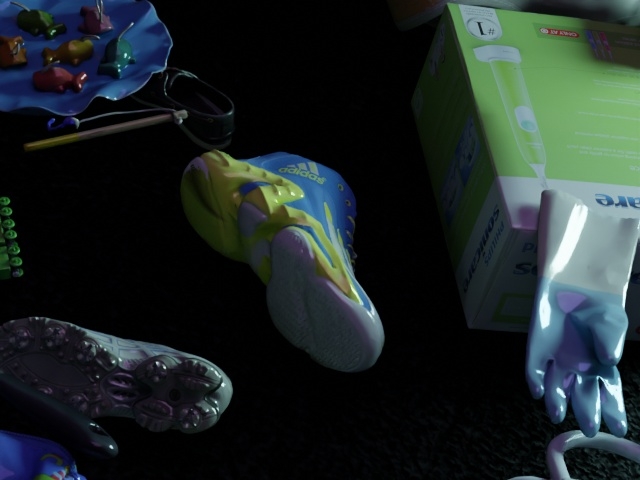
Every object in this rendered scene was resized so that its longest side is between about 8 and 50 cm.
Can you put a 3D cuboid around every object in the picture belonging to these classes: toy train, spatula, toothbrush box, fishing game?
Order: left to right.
[{"bbox_3d":[-0.221,0.078,1.264,0.084,0.030,0.296,19,11,-46],"label":"spatula"},{"bbox_3d":[-0.244,-0.002,1.433,0.023,0.017,0.083,-9,47,-13],"label":"toy train"},{"bbox_3d":[-0.221,-0.172,1.586,0.189,0.041,0.264,-9,43,-11],"label":"fishing game"},{"bbox_3d":[0.209,-0.059,1.573,0.206,0.122,0.283,4,42,-16],"label":"toothbrush box"}]

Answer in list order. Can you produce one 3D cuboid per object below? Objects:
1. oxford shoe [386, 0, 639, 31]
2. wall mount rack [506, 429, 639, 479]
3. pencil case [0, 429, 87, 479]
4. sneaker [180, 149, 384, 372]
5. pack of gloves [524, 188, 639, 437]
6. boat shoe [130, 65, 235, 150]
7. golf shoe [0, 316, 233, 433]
[{"bbox_3d":[0.245,-0.229,1.779,0.449,0.169,0.130,4,84,-26],"label":"oxford shoe"},{"bbox_3d":[0.153,0.248,1.182,0.304,0.130,0.350,13,22,-10],"label":"wall mount rack"},{"bbox_3d":[-0.292,0.140,1.176,0.306,0.119,0.133,23,83,5],"label":"pencil case"},{"bbox_3d":[0.000,0.000,1.459,0.126,0.091,0.240,-18,52,-35],"label":"sneaker"},{"bbox_3d":[0.250,0.060,1.353,0.195,0.046,0.232,16,47,-4],"label":"pack of gloves"},{"bbox_3d":[-0.124,-0.129,1.595,0.133,0.042,0.049,37,47,23],"label":"boat shoe"},{"bbox_3d":[-0.146,0.097,1.339,0.176,0.069,0.086,15,5,12],"label":"golf shoe"}]
